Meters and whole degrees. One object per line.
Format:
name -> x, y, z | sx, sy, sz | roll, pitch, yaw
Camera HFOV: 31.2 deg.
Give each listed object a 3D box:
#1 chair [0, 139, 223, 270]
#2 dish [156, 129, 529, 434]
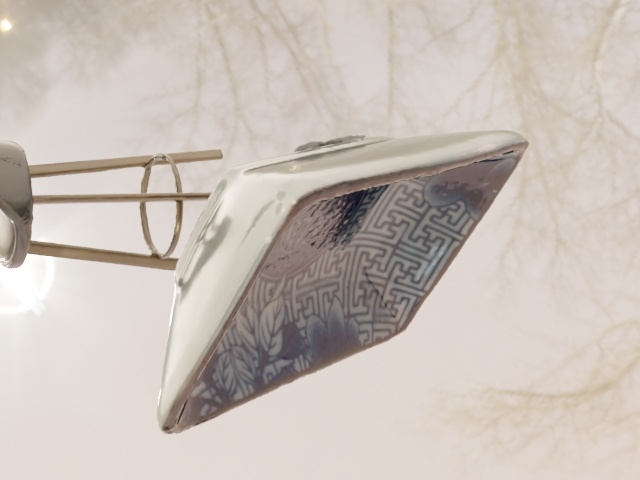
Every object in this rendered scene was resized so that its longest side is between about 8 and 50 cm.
chair -> -0.157, -0.021, 0.850 | 0.221, 0.095, 0.104 | 3, -163, -30
dish -> 0.000, 0.000, 0.690 | 0.243, 0.080, 0.182 | -18, 146, -50
